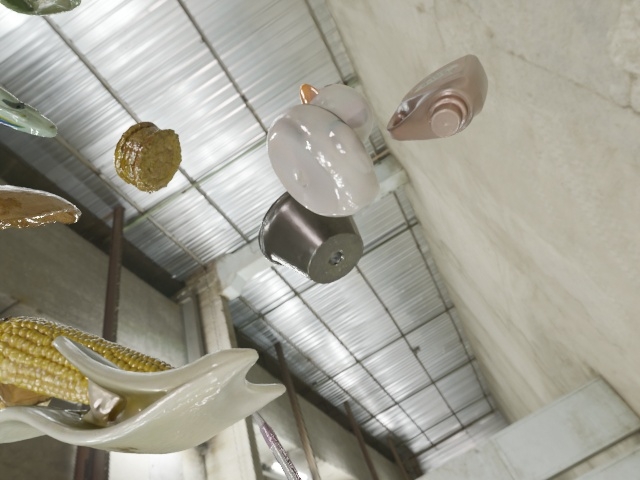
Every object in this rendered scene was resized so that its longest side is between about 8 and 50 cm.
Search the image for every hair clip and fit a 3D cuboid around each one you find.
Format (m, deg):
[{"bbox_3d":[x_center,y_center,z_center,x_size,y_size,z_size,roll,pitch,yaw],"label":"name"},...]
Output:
[{"bbox_3d":[-0.193,0.170,0.429,0.172,0.282,0.113,82,-164,-60],"label":"hair clip"}]

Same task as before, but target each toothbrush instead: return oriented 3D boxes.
[{"bbox_3d":[-0.087,0.384,0.785,0.354,0.024,0.029,48,-175,29],"label":"toothbrush"}]

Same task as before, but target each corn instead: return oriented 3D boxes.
[{"bbox_3d":[-0.364,0.198,0.639,0.305,0.106,0.106,18,-173,-2],"label":"corn"}]

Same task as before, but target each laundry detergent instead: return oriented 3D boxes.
[{"bbox_3d":[0.179,-0.208,0.663,0.076,0.171,0.237,53,-141,-18],"label":"laundry detergent"}]

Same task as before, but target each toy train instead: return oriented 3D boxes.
[{"bbox_3d":[-0.481,-0.207,0.559,0.233,0.051,0.052,20,-153,-13],"label":"toy train"}]

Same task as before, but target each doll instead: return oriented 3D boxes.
[{"bbox_3d":[0.025,-0.175,0.766,0.251,0.221,0.221,53,-175,-4],"label":"doll"}]

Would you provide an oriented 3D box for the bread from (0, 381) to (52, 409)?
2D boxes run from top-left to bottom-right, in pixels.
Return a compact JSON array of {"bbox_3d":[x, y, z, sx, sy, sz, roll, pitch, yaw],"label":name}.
[{"bbox_3d":[-0.680,0.319,0.906,0.190,0.114,0.132,47,-159,23],"label":"bread"}]

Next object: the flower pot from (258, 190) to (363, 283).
[{"bbox_3d":[0.000,0.000,1.023,0.166,0.269,0.269,46,177,37],"label":"flower pot"}]

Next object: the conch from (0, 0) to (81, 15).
[{"bbox_3d":[-0.387,-0.425,0.597,0.187,0.181,0.124,146,116,-66],"label":"conch"}]

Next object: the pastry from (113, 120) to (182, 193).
[{"bbox_3d":[-0.464,-0.226,1.116,0.103,0.189,0.189,26,178,11],"label":"pastry"}]

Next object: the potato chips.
[{"bbox_3d":[-0.488,-0.051,0.639,0.208,0.195,0.062,-11,-88,-44],"label":"potato chips"}]
